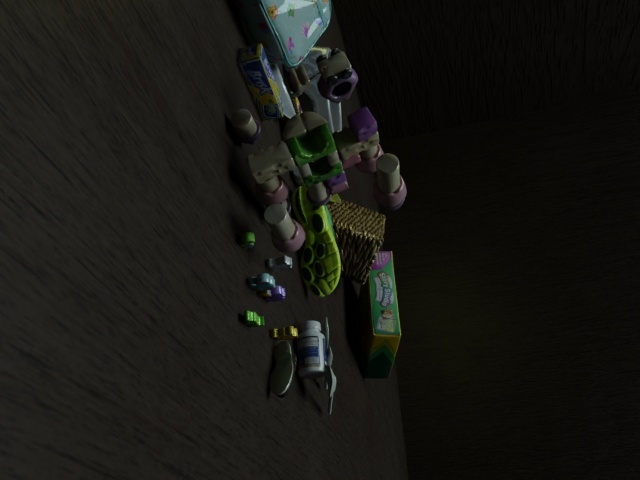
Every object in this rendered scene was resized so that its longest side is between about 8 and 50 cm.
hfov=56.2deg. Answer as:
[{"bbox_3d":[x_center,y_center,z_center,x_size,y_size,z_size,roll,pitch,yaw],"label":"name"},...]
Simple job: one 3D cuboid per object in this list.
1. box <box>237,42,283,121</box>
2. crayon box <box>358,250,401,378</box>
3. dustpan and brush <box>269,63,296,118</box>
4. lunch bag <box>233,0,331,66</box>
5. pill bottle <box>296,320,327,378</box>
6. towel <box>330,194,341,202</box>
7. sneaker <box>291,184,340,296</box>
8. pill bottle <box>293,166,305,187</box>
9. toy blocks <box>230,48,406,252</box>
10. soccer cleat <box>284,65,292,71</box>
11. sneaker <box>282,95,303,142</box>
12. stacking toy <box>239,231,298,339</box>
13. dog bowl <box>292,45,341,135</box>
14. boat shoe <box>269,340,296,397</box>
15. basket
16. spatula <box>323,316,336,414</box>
[{"bbox_3d":[-0.133,-0.356,1.360,0.169,0.054,0.059,67,17,-48],"label":"box"},{"bbox_3d":[0.209,0.273,2.206,0.313,0.106,0.363,93,-3,-50],"label":"crayon box"},{"bbox_3d":[-0.122,-0.388,1.476,0.211,0.060,0.147,54,15,-80],"label":"dustpan and brush"},{"bbox_3d":[-0.083,-0.569,1.398,0.224,0.108,0.279,-54,149,-18],"label":"lunch bag"},{"bbox_3d":[-0.021,0.246,1.355,0.067,0.067,0.120,62,21,-58],"label":"pill bottle"},{"bbox_3d":[0.015,-0.169,1.930,0.102,0.021,0.237,56,11,7],"label":"towel"},{"bbox_3d":[0.000,0.000,1.574,0.123,0.109,0.295,24,56,-72],"label":"sneaker"},{"bbox_3d":[-0.038,-0.175,1.653,0.116,0.065,0.065,50,31,-68],"label":"pill bottle"},{"bbox_3d":[-0.004,-0.149,1.220,0.260,0.289,0.309,66,0,-67],"label":"toy blocks"},{"bbox_3d":[-0.102,-0.536,1.759,0.036,0.029,0.083,7,75,-63],"label":"soccer cleat"},{"bbox_3d":[-0.068,-0.310,1.616,0.084,0.070,0.185,4,78,-77],"label":"sneaker"},{"bbox_3d":[-0.097,0.092,1.148,0.221,0.052,0.167,52,30,-66],"label":"stacking toy"},{"bbox_3d":[-0.003,-0.446,1.895,0.349,0.102,0.348,-4,90,-81],"label":"dog bowl"},{"bbox_3d":[-0.068,0.253,1.155,0.133,0.049,0.042,-91,158,-58],"label":"boat shoe"},{"bbox_3d":[0.082,0.004,2.037,0.299,0.223,0.213,-70,-179,-69],"label":"basket"},{"bbox_3d":[0.014,0.313,1.432,0.242,0.019,0.168,95,-13,-53],"label":"spatula"}]
